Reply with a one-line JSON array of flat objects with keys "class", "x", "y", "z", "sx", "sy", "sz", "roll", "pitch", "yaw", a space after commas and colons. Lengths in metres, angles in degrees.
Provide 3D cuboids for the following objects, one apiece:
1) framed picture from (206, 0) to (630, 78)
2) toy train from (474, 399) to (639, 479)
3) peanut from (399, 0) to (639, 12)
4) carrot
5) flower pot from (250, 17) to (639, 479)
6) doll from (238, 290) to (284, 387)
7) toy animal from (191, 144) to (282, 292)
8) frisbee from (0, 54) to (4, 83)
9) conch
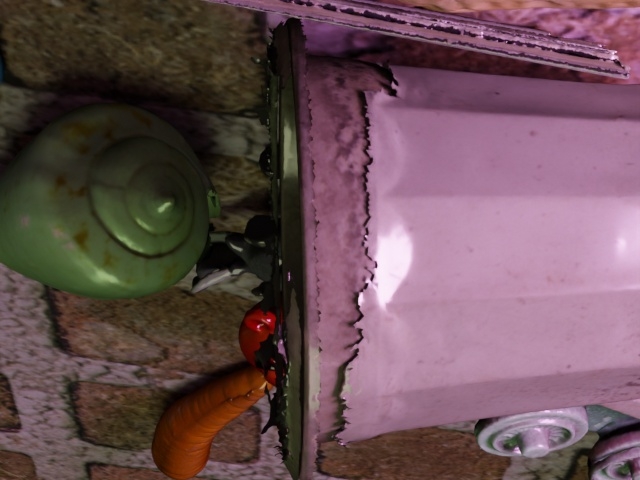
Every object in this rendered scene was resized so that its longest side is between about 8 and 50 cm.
[{"class": "framed picture", "x": 0.022, "y": -0.126, "z": 1.019, "sx": 0.274, "sy": 0.017, "sz": 0.217, "roll": 10, "pitch": -172, "yaw": -5}, {"class": "toy train", "x": 0.238, "y": 0.076, "z": 1.348, "sx": 0.304, "sy": 0.150, "sz": 0.221, "roll": 20, "pitch": 140, "yaw": -40}, {"class": "peanut", "x": 0.123, "y": -0.173, "z": 0.907, "sx": 0.236, "sy": 0.120, "sz": 0.110, "roll": -5, "pitch": 170, "yaw": 6}, {"class": "carrot", "x": -0.112, "y": 0.169, "z": 1.748, "sx": 0.066, "sy": 0.062, "sz": 0.271, "roll": 42, "pitch": 148, "yaw": 5}, {"class": "flower pot", "x": 0.091, "y": 0.002, "z": 1.108, "sx": 0.259, "sy": 0.290, "sz": 0.290, "roll": -3, "pitch": 155, "yaw": -5}, {"class": "doll", "x": 0.022, "y": 0.080, "z": 1.452, "sx": 0.183, "sy": 0.085, "sz": 0.217, "roll": -6, "pitch": 171, "yaw": 29}, {"class": "toy animal", "x": -0.006, "y": -0.004, "z": 1.321, "sx": 0.270, "sy": 0.082, "sz": 0.137, "roll": -6, "pitch": 150, "yaw": 26}, {"class": "frisbee", "x": -0.332, "y": -0.122, "z": 1.223, "sx": 0.242, "sy": 0.045, "sz": 0.242, "roll": 5, "pitch": 154, "yaw": 3}, {"class": "conch", "x": -0.156, "y": -0.017, "z": 1.303, "sx": 0.137, "sy": 0.143, "sz": 0.250, "roll": 56, "pitch": 160, "yaw": -2}]
